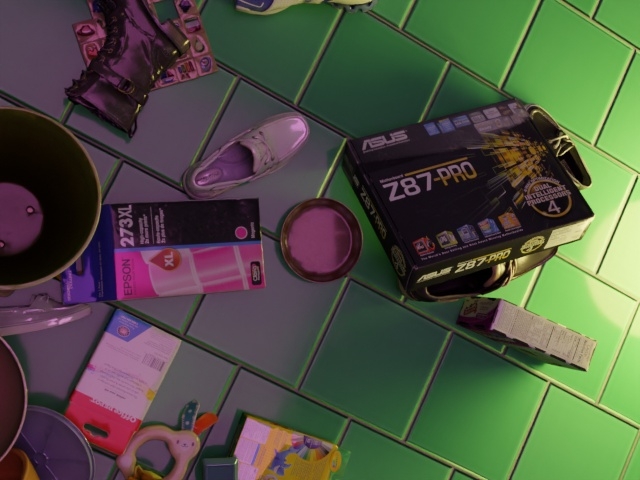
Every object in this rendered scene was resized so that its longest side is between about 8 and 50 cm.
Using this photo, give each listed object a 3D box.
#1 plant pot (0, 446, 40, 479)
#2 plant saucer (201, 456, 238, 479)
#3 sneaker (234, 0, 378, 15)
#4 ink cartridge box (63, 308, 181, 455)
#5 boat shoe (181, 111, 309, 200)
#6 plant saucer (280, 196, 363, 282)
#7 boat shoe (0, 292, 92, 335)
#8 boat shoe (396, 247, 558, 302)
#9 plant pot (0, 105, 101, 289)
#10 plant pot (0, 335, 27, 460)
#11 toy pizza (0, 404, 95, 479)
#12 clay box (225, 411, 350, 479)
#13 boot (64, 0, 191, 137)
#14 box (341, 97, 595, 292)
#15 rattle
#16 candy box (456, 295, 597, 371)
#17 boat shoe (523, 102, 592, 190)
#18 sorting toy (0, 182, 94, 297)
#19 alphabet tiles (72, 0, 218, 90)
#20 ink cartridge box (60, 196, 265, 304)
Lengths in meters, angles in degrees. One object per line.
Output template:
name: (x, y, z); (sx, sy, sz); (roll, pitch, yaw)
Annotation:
plant pot: (-0.563, 0.512, 1.540); (0.291, 0.291, 0.204); (-32, 114, -15)
plant saucer: (-0.187, 0.493, 1.736); (0.067, 0.018, 0.192); (0, 107, -9)
sneaker: (-0.004, -0.513, 1.775); (0.315, 0.182, 0.128); (-4, 88, -17)
ink cartridge box: (-0.365, 0.254, 1.693); (0.134, 0.078, 0.231); (29, 81, -13)
boat shoe: (-0.129, -0.160, 1.769); (0.277, 0.096, 0.098); (-33, 97, -15)
plant saucer: (0.000, 0.000, 1.837); (0.168, 0.029, 0.169); (1, 87, -17)
boat shoe: (-0.506, 0.127, 1.670); (0.184, 0.066, 0.063); (-10, 92, -7)
boat shoe: (0.332, 0.056, 1.869); (0.355, 0.130, 0.132); (-19, 110, -13)
plant pot: (-0.512, -0.049, 1.510); (0.274, 0.293, 0.275); (2, 83, -20)
plant pot: (-0.634, 0.257, 1.556); (0.284, 0.191, 0.284); (1, 87, -16)
toy pizza: (-0.484, 0.374, 1.637); (0.201, 0.032, 0.201); (5, 110, 13)
clay box: (-0.065, 0.425, 1.789); (0.222, 0.053, 0.127); (22, 83, -15)
boot: (-0.385, -0.344, 1.695); (0.263, 0.091, 0.229); (40, 77, -14)
box: (0.282, -0.096, 1.817); (0.394, 0.097, 0.318); (-15, 58, -16)
rattle: (-0.271, 0.379, 1.690); (0.199, 0.143, 0.130); (-31, 78, -9)
candy box: (0.414, 0.186, 1.885); (0.233, 0.159, 0.071); (25, 82, -15)
boat shoe: (0.501, -0.200, 1.971); (0.077, 0.070, 0.219); (-40, 99, -14)
sorting toy: (-0.540, -0.017, 1.676); (0.307, 0.041, 0.229); (38, 74, -12)
alphabet tiles: (-0.335, -0.382, 1.763); (0.237, 0.009, 0.198); (-19, 94, -16)
ink cartridge box: (-0.287, 0.016, 1.713); (0.370, 0.069, 0.176); (-4, 87, -22)
